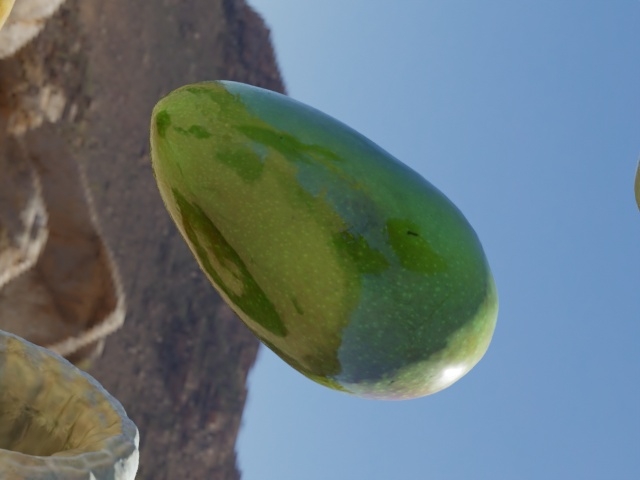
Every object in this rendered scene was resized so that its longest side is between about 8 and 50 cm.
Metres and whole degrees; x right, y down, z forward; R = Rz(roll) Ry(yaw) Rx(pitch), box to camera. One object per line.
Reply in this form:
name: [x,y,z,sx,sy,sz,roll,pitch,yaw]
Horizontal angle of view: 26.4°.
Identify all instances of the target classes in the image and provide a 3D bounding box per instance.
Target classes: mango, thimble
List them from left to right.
thimble: [-0.326,0.209,1.233,0.291,0.292,0.195,-111,-135,-70]
mango: [0.000,0.000,1.210,0.201,0.382,0.225,-31,-151,42]

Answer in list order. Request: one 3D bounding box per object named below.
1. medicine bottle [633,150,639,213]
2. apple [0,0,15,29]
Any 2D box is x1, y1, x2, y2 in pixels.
medicine bottle: [0.255,-0.095,0.737,0.139,0.139,0.225,-88,179,-46]
apple: [-0.397,-0.270,1.037,0.391,0.347,0.391,-156,-90,-88]
